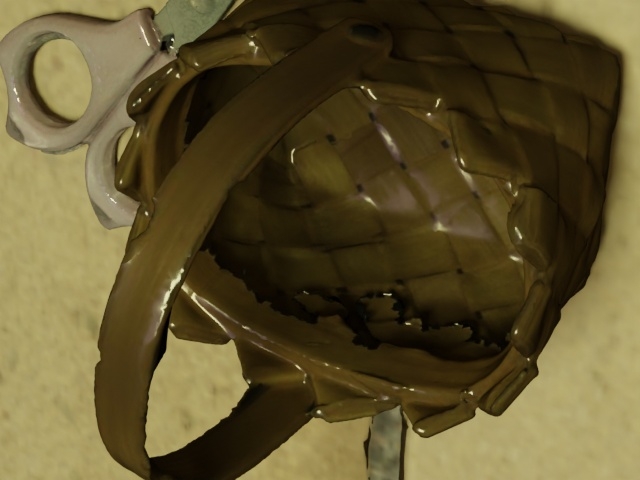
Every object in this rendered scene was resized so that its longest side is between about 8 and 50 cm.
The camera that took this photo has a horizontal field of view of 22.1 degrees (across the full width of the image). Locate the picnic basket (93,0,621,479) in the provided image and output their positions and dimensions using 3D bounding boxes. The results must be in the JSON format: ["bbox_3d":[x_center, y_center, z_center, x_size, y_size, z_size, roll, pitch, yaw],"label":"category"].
[{"bbox_3d":[0.000,0.000,0.468,0.138,0.178,0.128,21,124,23],"label":"picnic basket"}]

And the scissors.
[{"bbox_3d":[-0.047,-0.076,0.569,0.100,0.015,0.189,47,127,2],"label":"scissors"}]
